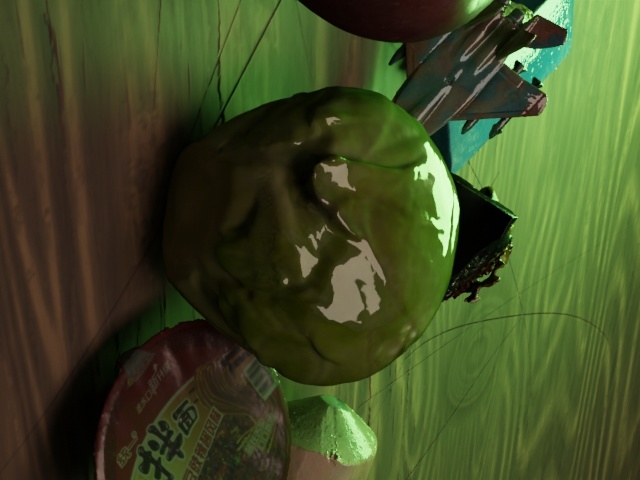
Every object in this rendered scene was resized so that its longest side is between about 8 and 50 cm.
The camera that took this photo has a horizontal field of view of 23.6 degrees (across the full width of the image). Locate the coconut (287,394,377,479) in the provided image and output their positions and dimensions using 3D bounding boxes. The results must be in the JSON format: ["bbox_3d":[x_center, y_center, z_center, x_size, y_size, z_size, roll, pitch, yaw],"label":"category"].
[{"bbox_3d":[-0.005,0.263,1.899,0.147,0.147,0.152,-19,131,-54],"label":"coconut"}]

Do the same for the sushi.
[{"bbox_3d":[0.171,0.003,1.987,0.172,0.153,0.150,-62,157,15],"label":"sushi"}]

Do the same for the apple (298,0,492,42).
[{"bbox_3d":[0.077,-0.339,1.442,0.306,0.235,0.305,-35,139,-37],"label":"apple"}]

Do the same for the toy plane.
[{"bbox_3d":[0.128,-0.172,1.797,0.326,0.223,0.104,-44,-164,14],"label":"toy plane"}]

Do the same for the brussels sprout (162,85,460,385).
[{"bbox_3d":[0.000,0.000,1.578,0.328,0.247,0.328,6,81,-40],"label":"brussels sprout"}]

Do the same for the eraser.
[{"bbox_3d":[0.240,-0.227,2.025,0.312,0.043,0.144,-46,146,-32],"label":"eraser"}]

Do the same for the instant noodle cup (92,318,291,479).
[{"bbox_3d":[-0.154,0.216,1.614,0.274,0.091,0.274,2,88,-45],"label":"instant noodle cup"}]

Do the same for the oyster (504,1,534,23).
[{"bbox_3d":[0.193,-0.261,1.896,0.200,0.061,0.106,-48,147,-27],"label":"oyster"}]
